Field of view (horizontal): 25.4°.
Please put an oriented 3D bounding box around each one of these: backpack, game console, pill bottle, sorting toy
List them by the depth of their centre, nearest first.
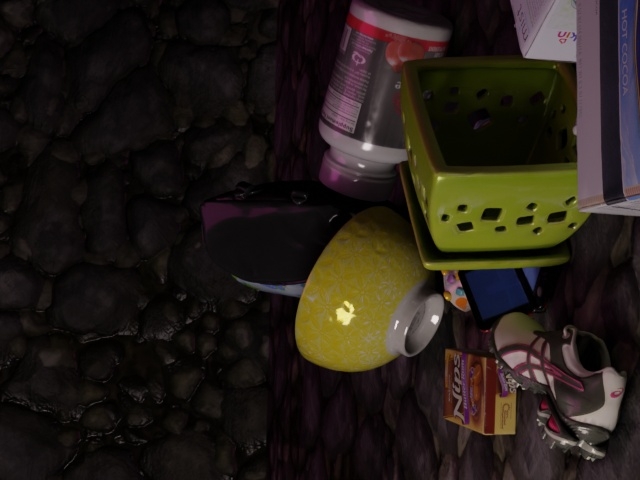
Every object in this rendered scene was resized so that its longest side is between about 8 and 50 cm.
[{"bbox_3d":[0.251,0.036,1.911,0.144,0.085,0.124,-105,22,-53],"label":"game console"},{"bbox_3d":[0.224,0.054,2.158,0.075,0.044,0.083,-39,47,48],"label":"sorting toy"},{"bbox_3d":[0.097,-0.235,2.371,0.176,0.176,0.319,-115,38,-65],"label":"pill bottle"},{"bbox_3d":[0.000,0.000,2.507,0.355,0.290,0.273,-30,-62,-60],"label":"backpack"}]

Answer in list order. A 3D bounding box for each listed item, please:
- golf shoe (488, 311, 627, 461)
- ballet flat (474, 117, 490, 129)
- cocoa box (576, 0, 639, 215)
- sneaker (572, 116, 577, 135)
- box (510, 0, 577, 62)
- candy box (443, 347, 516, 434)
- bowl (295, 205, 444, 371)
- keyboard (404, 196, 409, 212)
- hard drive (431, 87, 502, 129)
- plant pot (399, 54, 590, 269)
[{"bbox_3d":[0.295,0.148,1.716,0.120,0.105,0.273,-65,26,20],"label":"golf shoe"},{"bbox_3d":[0.237,-0.069,2.052,0.248,0.086,0.086,105,163,-48],"label":"ballet flat"},{"bbox_3d":[0.357,-0.196,1.156,0.228,0.231,0.347,161,111,-75],"label":"cocoa box"},{"bbox_3d":[0.342,-0.169,1.597,0.212,0.080,0.094,170,115,-78],"label":"sneaker"},{"bbox_3d":[0.307,-0.379,1.664,0.231,0.126,0.262,111,158,-55],"label":"box"},{"bbox_3d":[0.229,0.216,2.051,0.186,0.053,0.109,177,95,-79],"label":"candy box"},{"bbox_3d":[0.106,0.105,2.308,0.156,0.289,0.289,28,125,28],"label":"bowl"},{"bbox_3d":[0.186,-0.094,2.362,0.317,0.033,0.202,-112,27,-63],"label":"keyboard"},{"bbox_3d":[0.202,-0.134,2.172,0.172,0.054,0.255,-99,27,-43],"label":"hard drive"},{"bbox_3d":[0.217,-0.087,1.801,0.207,0.228,0.227,97,167,-45],"label":"plant pot"}]
